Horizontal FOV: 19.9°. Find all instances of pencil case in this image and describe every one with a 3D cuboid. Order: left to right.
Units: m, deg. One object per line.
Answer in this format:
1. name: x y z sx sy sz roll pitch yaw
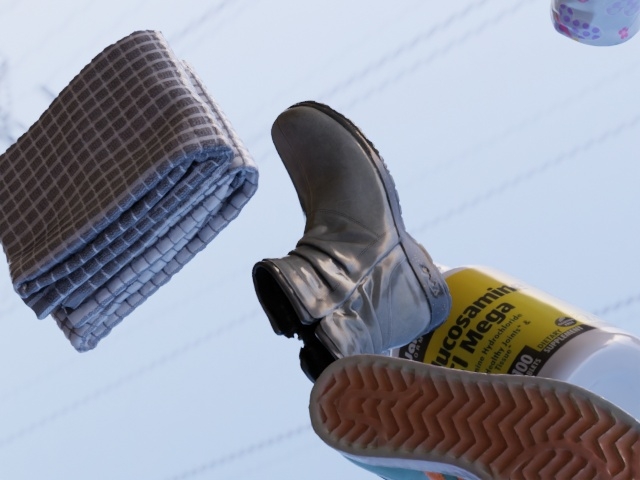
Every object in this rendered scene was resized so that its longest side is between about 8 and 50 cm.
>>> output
1. pencil case: 0.336 -0.351 2.079 0.124 0.273 0.113 -30 -123 -28

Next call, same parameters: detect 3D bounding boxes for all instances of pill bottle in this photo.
1. pill bottle: 0.195 0.136 1.951 0.188 0.188 0.334 -54 -142 -7

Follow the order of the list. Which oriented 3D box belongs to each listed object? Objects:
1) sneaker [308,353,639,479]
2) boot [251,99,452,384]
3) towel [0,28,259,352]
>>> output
1. sneaker: 0.144 0.161 1.378 0.302 0.121 0.108 15 -104 30
2. boot: 0.000 0.000 1.555 0.161 0.246 0.083 -25 170 -44
3. towel: -0.224 -0.061 1.897 0.283 0.121 0.235 -41 -134 7
